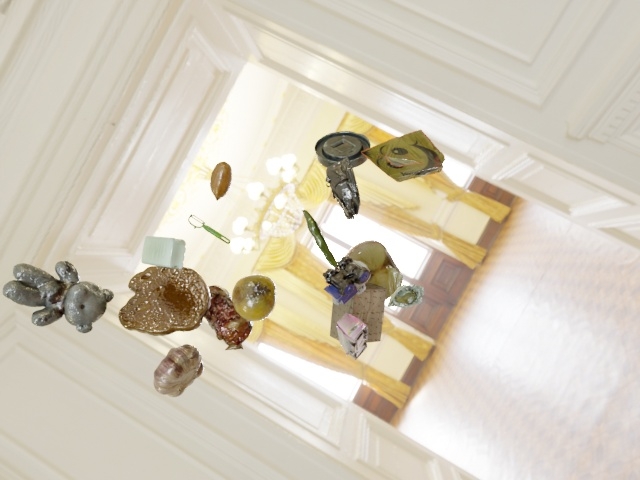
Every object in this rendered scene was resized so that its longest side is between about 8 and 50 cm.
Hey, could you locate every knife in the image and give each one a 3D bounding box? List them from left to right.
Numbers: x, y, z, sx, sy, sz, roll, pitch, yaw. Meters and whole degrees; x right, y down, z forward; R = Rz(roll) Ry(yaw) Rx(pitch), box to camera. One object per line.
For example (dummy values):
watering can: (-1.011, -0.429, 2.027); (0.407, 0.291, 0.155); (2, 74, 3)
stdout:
knife: (-0.487, -0.039, 1.942); (0.054, 0.212, 0.015); (-52, 21, 11)

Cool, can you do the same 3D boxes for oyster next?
oyster: (0.269, 0.175, 1.389); (0.037, 0.101, 0.098); (-109, 35, -69)

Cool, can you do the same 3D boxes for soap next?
soap: (-0.623, 0.046, 1.766); (0.067, 0.198, 0.118); (12, -97, -53)

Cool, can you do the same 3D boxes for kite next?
kite: (0.315, -0.316, 1.708); (0.377, 0.328, 0.013); (87, -165, -69)

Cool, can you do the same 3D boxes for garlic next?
garlic: (-0.618, 0.551, 1.918); (0.245, 0.161, 0.244); (-41, -33, -35)

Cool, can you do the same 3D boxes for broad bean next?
broad bean: (-0.001, 0.000, 1.836); (0.043, 0.297, 0.060); (-28, 2, 21)

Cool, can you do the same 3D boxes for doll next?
doll: (-0.926, 0.194, 1.587); (0.158, 0.340, 0.245); (-24, 41, 37)

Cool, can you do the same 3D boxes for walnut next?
walnut: (-0.506, -0.301, 2.257); (0.116, 0.116, 0.206); (-29, -49, -76)

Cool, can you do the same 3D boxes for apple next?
apple: (0.267, 0.195, 2.534); (0.365, 0.328, 0.295); (-41, -31, 4)

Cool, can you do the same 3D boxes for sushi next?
sushi: (-0.471, 0.384, 2.176); (0.196, 0.343, 0.182); (-39, -1, 2)

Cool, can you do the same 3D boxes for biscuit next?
biscuit: (-0.678, 0.262, 1.927); (0.382, 0.358, 0.074); (-24, -28, -17)

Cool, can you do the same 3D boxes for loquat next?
loquat: (-0.294, 0.252, 1.971); (0.213, 0.213, 0.213); (-59, -8, -13)

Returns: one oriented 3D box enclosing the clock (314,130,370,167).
clock: (0.110, -0.445, 2.187); (0.280, 0.281, 0.055); (-55, -28, -38)

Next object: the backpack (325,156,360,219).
backpack: (0.106, -0.209, 1.910); (0.133, 0.258, 0.206); (-22, -21, 2)

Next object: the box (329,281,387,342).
box: (0.194, 0.369, 2.318); (0.191, 0.225, 0.296); (10, 96, 56)

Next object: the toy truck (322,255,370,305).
toy truck: (0.130, 0.195, 2.030); (0.213, 0.161, 0.176); (-38, -48, -16)

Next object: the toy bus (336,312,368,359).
toy bus: (0.127, 0.385, 1.768); (0.090, 0.112, 0.274); (-43, -26, -19)
